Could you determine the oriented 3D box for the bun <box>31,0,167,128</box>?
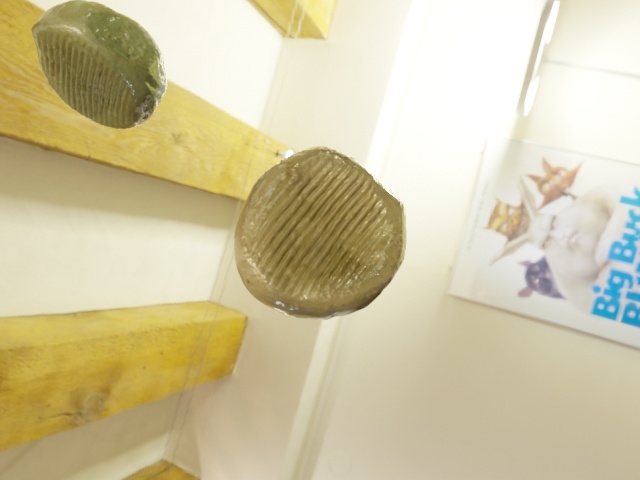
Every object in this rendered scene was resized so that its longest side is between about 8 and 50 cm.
[{"bbox_3d":[-0.332,-0.277,0.932,0.221,0.221,0.108,76,-147,-56],"label":"bun"}]

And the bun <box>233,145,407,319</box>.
[{"bbox_3d":[0.000,0.000,0.782,0.133,0.230,0.231,109,-177,-75],"label":"bun"}]
